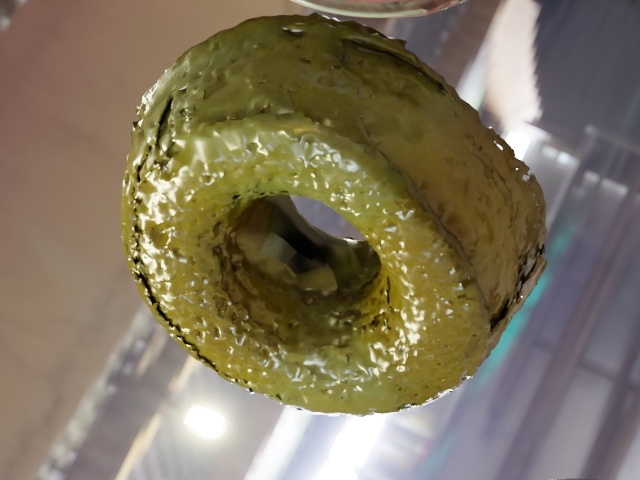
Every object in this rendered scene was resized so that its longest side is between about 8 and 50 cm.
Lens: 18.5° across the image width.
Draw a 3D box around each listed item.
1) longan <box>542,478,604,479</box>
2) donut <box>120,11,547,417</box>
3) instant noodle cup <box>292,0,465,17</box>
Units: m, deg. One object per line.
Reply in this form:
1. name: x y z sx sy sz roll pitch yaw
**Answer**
1. longan: 0.106 0.214 0.817 0.215 0.246 0.246 39 -109 -38
2. donut: 0.000 0.000 1.173 0.107 0.272 0.272 -73 -2 -50
3. instant noodle cup: 0.027 -0.249 0.902 0.244 0.244 0.255 -63 -4 -11
